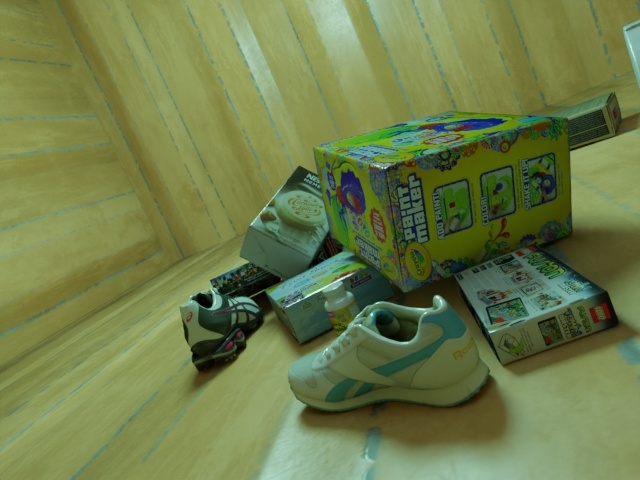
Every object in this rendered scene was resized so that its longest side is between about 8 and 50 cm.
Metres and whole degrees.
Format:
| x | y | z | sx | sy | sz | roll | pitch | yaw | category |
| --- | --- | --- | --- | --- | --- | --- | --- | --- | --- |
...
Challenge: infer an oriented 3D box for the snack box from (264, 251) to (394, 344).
| x | y | z | sx | sy | sz | roll | pitch | yaw | category |
| --- | --- | --- | --- | --- | --- | --- | --- | --- | --- |
| 0.006 | 0.089 | 0.871 | 0.174 | 0.070 | 0.207 | -26 | 7 | -12 | snack box |

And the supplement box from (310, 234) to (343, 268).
| x | y | z | sx | sy | sz | roll | pitch | yaw | category |
| --- | --- | --- | --- | --- | --- | --- | --- | --- | --- |
| 0.000 | 0.000 | 1.222 | 0.073 | 0.130 | 0.239 | -14 | 14 | 47 | supplement box |

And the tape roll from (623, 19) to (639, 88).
| x | y | z | sx | sy | sz | roll | pitch | yaw | category |
| --- | --- | --- | --- | --- | --- | --- | --- | --- | --- |
| 0.483 | -0.173 | 0.589 | 0.169 | 0.246 | 0.246 | -19 | 10 | 35 | tape roll |

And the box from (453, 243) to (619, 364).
| x | y | z | sx | sy | sz | roll | pitch | yaw | category |
| --- | --- | --- | --- | --- | --- | --- | --- | --- | --- |
| 0.224 | 0.061 | 0.563 | 0.114 | 0.036 | 0.207 | -23 | 9 | 10 | box |

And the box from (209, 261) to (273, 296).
| x | y | z | sx | sy | sz | roll | pitch | yaw | category |
| --- | --- | --- | --- | --- | --- | --- | --- | --- | --- |
| -0.166 | 0.094 | 1.159 | 0.159 | 0.044 | 0.233 | -24 | -9 | -13 | box |

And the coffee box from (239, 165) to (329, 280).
| x | y | z | sx | sy | sz | roll | pitch | yaw | category |
| --- | --- | --- | --- | --- | --- | --- | --- | --- | --- |
| -0.048 | -0.039 | 1.070 | 0.246 | 0.141 | 0.098 | -60 | -4 | -47 | coffee box |

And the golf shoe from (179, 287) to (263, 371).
| x | y | z | sx | sy | sz | roll | pitch | yaw | category |
| --- | --- | --- | --- | --- | --- | --- | --- | --- | --- |
| -0.183 | 0.135 | 0.951 | 0.105 | 0.120 | 0.273 | -25 | 7 | 5 | golf shoe |

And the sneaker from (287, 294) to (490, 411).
| x | y | z | sx | sy | sz | roll | pitch | yaw | category |
| --- | --- | --- | --- | --- | --- | --- | --- | --- | --- |
| 0.051 | 0.115 | 0.519 | 0.228 | 0.092 | 0.087 | -19 | 12 | 37 | sneaker |

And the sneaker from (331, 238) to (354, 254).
| x | y | z | sx | sy | sz | roll | pitch | yaw | category |
| --- | --- | --- | --- | --- | --- | --- | --- | --- | --- |
| 0.118 | -0.079 | 1.123 | 0.236 | 0.130 | 0.323 | -26 | 34 | 23 | sneaker |

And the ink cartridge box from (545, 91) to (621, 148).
| x | y | z | sx | sy | sz | roll | pitch | yaw | category |
| --- | --- | --- | --- | --- | --- | --- | --- | --- | --- |
| 0.698 | -0.315 | 1.369 | 0.193 | 0.088 | 0.234 | -15 | 12 | 39 | ink cartridge box |

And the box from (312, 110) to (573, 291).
| x | y | z | sx | sy | sz | roll | pitch | yaw | category |
| --- | --- | --- | --- | --- | --- | --- | --- | --- | --- |
| 0.175 | -0.083 | 0.791 | 0.279 | 0.177 | 0.290 | -18 | 20 | -15 | box |

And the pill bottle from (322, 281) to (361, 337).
| x | y | z | sx | sy | sz | roll | pitch | yaw | category |
| --- | --- | --- | --- | --- | --- | --- | --- | --- | --- |
| 0.033 | 0.100 | 0.685 | 0.043 | 0.083 | 0.043 | -24 | 8 | 4 | pill bottle |
